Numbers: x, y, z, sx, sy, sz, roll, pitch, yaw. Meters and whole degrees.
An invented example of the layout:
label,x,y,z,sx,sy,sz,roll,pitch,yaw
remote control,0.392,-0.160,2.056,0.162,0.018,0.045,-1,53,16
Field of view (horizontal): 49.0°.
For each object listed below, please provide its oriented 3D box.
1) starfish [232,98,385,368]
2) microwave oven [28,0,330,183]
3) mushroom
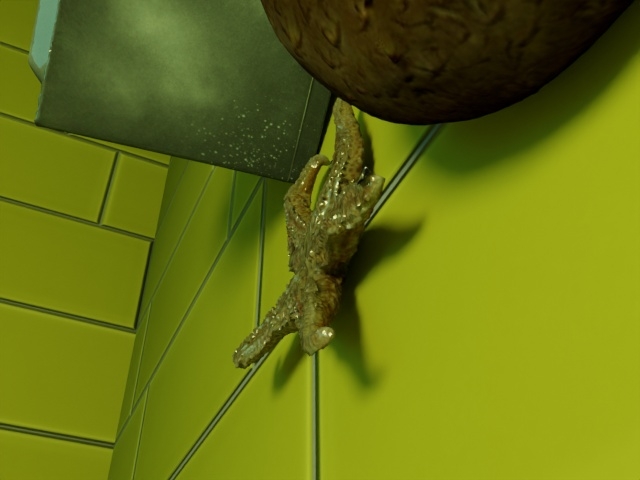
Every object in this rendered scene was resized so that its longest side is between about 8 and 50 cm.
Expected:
label,x,y,z,sx,sy,sz,roll,pitch,yaw
starfish,0.004,0.002,0.617,0.299,0.060,0.302,-66,13,2
microwave oven,-0.142,-0.318,0.839,0.236,0.374,0.432,-147,70,-69
mushroom,0.068,-0.234,0.413,0.345,0.239,0.345,176,90,-85
